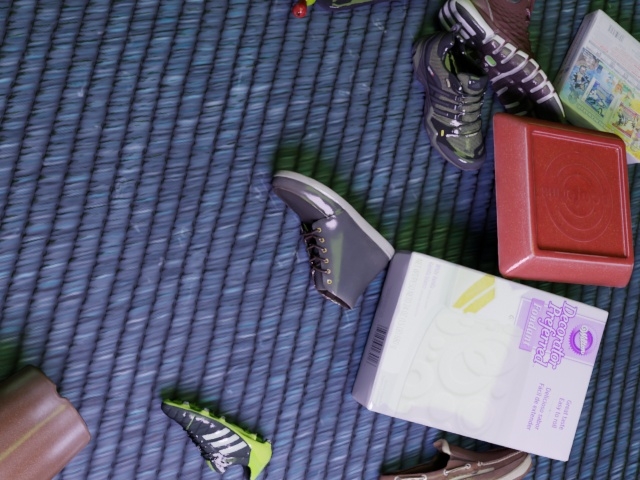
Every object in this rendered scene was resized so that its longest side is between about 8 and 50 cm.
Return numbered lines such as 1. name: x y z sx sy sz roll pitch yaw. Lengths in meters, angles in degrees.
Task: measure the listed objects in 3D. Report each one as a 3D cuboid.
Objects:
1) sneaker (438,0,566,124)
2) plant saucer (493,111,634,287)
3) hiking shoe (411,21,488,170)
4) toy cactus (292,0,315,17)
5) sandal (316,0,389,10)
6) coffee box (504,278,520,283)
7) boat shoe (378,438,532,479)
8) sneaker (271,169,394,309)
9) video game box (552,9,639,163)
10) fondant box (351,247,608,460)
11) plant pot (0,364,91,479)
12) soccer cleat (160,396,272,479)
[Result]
1. sneaker: 0.330 -0.320 1.433 0.281 0.106 0.162 46 65 -18
2. plant saucer: 0.388 -0.064 1.370 0.259 0.048 0.258 5 79 -26
3. hiking shoe: 0.212 -0.216 1.367 0.086 0.114 0.226 -23 97 -23
4. toy cactus: -0.060 -0.442 1.281 0.219 0.112 0.180 48 52 -12
5. sandal: 0.114 -0.402 1.322 0.255 0.054 0.097 -20 90 -5
6. coffee box: 0.288 0.162 1.422 0.113 0.040 0.184 -19 96 -21
7. boat shoe: 0.206 0.348 1.351 0.258 0.095 0.095 -16 88 -23
8. sneaker: 0.000 0.000 1.280 0.222 0.083 0.118 38 74 -19
9. video game box: 0.507 -0.263 1.536 0.205 0.048 0.187 33 73 -19
10. fondant box: 0.240 0.171 1.333 0.331 0.096 0.238 17 87 -14
11. plant pot: -0.379 0.248 1.068 0.165 0.167 0.167 -39 103 -28
12. soccer cleat: -0.147 0.275 1.217 0.179 0.060 0.072 33 77 -22
